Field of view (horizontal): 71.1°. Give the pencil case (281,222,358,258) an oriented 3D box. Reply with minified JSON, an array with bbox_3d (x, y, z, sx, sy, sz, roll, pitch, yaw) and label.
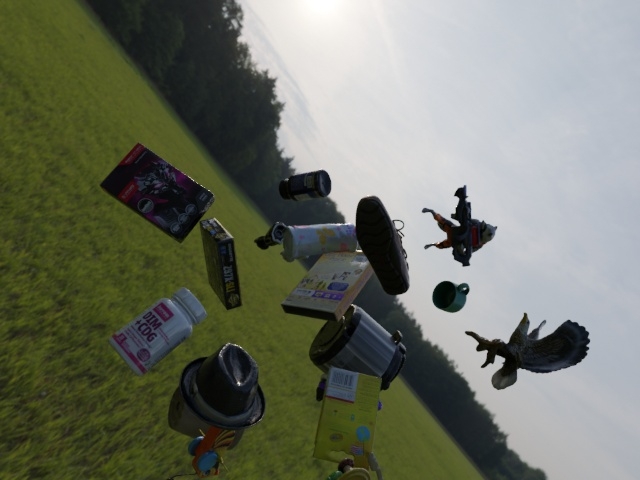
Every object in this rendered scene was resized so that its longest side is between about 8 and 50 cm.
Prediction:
[{"bbox_3d":[0.000,0.000,1.621,0.124,0.273,0.113,125,-43,-62],"label":"pencil case"}]

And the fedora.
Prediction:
[{"bbox_3d":[-0.300,0.457,1.488,0.334,0.152,0.334,24,17,-8],"label":"fedora"}]

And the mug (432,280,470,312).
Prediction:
[{"bbox_3d":[0.569,0.245,1.914,0.097,0.129,0.158,23,-13,-31],"label":"mug"}]

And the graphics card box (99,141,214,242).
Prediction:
[{"bbox_3d":[-0.633,-0.186,1.760,0.371,0.233,0.094,36,-18,-3],"label":"graphics card box"}]

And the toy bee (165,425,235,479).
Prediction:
[{"bbox_3d":[-0.400,0.760,1.585,0.162,0.298,0.195,48,9,-46],"label":"toy bee"}]

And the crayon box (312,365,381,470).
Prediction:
[{"bbox_3d":[0.096,0.636,1.609,0.202,0.318,0.081,13,-34,3],"label":"crayon box"}]

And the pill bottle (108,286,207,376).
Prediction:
[{"bbox_3d":[-0.526,0.291,1.470,0.160,0.283,0.160,36,-30,24],"label":"pill bottle"}]

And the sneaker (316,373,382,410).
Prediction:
[{"bbox_3d":[0.113,0.699,1.931,0.293,0.146,0.102,18,-38,12],"label":"sneaker"}]

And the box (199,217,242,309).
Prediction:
[{"bbox_3d":[-0.424,0.097,1.905,0.257,0.079,0.322,37,-44,54],"label":"box"}]

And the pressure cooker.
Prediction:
[{"bbox_3d":[0.196,0.580,2.234,0.420,0.375,0.370,41,-39,-8],"label":"pressure cooker"}]

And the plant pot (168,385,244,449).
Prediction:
[{"bbox_3d":[-0.522,0.768,2.038,0.280,0.323,0.323,22,12,-31],"label":"plant pot"}]

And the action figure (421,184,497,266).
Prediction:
[{"bbox_3d":[0.601,-0.075,1.933,0.330,0.178,0.341,14,-73,46],"label":"action figure"}]

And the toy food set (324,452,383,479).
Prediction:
[{"bbox_3d":[0.066,0.674,1.246,0.071,0.218,0.128,31,-28,59],"label":"toy food set"}]

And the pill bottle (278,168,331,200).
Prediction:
[{"bbox_3d":[-0.071,-0.238,1.973,0.219,0.123,0.123,-5,-41,33],"label":"pill bottle"}]

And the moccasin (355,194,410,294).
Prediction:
[{"bbox_3d":[0.221,0.007,1.513,0.380,0.139,0.147,58,29,-27],"label":"moccasin"}]

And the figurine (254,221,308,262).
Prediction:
[{"bbox_3d":[-0.155,0.023,1.883,0.215,0.092,0.209,29,-26,-22],"label":"figurine"}]

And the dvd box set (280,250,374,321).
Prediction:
[{"bbox_3d":[0.053,0.191,2.056,0.307,0.420,0.062,2,-53,37],"label":"dvd box set"}]

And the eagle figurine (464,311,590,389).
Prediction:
[{"bbox_3d":[0.660,0.335,1.427,0.226,0.298,0.225,-102,-157,-48],"label":"eagle figurine"}]
